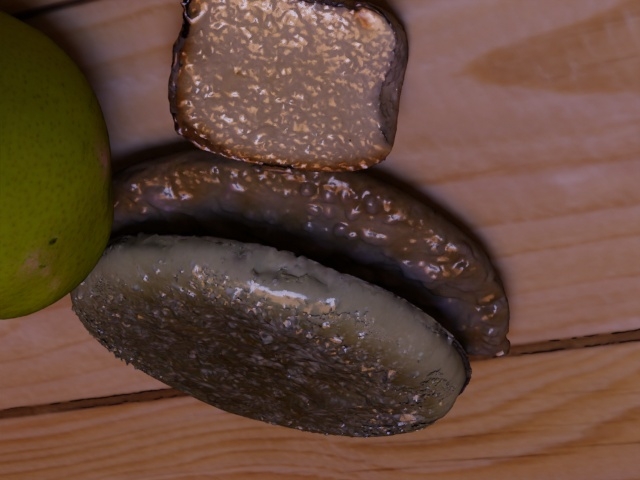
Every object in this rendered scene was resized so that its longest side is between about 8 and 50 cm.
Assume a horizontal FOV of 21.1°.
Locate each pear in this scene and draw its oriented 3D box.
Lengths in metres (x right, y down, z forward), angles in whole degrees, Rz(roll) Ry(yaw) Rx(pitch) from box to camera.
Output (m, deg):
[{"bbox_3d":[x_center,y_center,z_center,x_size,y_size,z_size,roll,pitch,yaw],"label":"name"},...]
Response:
[{"bbox_3d":[-0.210,-0.038,0.967,0.187,0.187,0.219,-2,150,21],"label":"pear"}]

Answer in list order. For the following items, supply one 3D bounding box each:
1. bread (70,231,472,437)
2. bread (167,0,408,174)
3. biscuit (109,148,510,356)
[{"bbox_3d":[-0.036,0.069,1.102,0.267,0.040,0.267,14,157,6],"label":"bread"},{"bbox_3d":[-0.016,-0.096,0.938,0.129,0.044,0.126,14,135,5],"label":"bread"},{"bbox_3d":[0.000,-0.001,1.051,0.290,0.038,0.141,21,144,-10],"label":"biscuit"}]
